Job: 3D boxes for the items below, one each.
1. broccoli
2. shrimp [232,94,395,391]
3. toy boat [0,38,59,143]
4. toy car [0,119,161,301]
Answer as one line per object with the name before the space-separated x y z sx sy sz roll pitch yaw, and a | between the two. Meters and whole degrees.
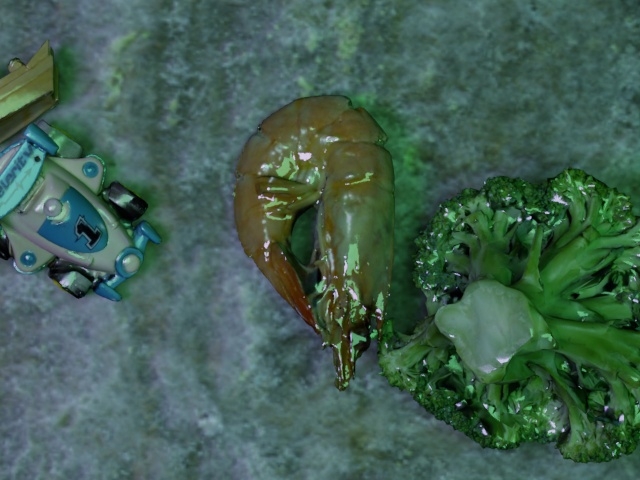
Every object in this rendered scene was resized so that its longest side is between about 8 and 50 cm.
broccoli | 0.188 0.072 1.633 0.261 0.241 0.269 -48 67 13
shrimp | 0.000 0.001 1.656 0.145 0.061 0.267 -9 79 2
toy boat | -0.313 -0.106 1.633 0.206 0.064 0.072 -34 78 -5
toy car | -0.220 -0.017 1.626 0.161 0.098 0.126 37 86 -5
